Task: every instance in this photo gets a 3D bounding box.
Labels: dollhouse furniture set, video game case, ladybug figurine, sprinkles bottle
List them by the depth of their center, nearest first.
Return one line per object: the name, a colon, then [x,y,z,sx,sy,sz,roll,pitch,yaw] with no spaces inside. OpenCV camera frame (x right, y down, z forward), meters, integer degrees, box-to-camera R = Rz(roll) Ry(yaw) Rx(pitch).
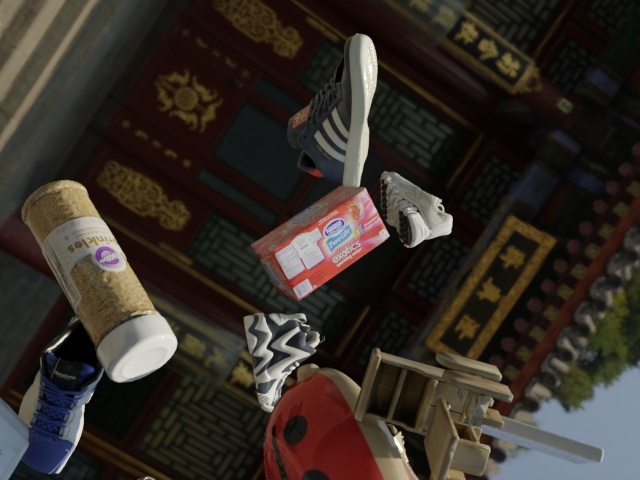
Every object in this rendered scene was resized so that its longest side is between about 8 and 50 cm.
dollhouse furniture set: [0.142,0.257,1.177,0.242,0.161,0.212,-85,-169,-80]
video game case: [0.334,0.317,1.343,0.193,0.212,0.023,64,44,-72]
sprinkles bottle: [-0.372,0.062,1.376,0.121,0.355,0.121,-30,155,-16]
ladybug figurine: [0.022,0.430,1.380,0.162,0.449,0.305,-11,167,-34]

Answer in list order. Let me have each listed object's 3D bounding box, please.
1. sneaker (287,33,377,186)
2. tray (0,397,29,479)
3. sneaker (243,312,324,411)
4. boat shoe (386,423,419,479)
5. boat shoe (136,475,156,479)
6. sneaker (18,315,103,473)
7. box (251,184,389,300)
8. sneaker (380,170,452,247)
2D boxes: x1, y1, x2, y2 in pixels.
sneaker: [0.015,-0.225,1.484,0.350,0.148,0.131,95,9,-53]
tray: [-0.514,0.331,1.295,0.270,0.030,0.145,104,12,-64]
sneaker: [-0.062,0.239,1.663,0.094,0.153,0.235,-110,-169,-65]
boat shoe: [0.158,0.512,2.044,0.122,0.324,0.120,7,-124,50]
boat shoe: [-0.331,0.537,1.572,0.073,0.080,0.223,-41,-155,25]
sneaker: [-0.458,0.254,1.458,0.182,0.127,0.315,155,-41,-85]
box: [0.000,0.000,1.777,0.257,0.128,0.122,-35,-159,-18]
sneaker: [0.214,-0.079,1.930,0.292,0.118,0.110,-115,-162,-57]
